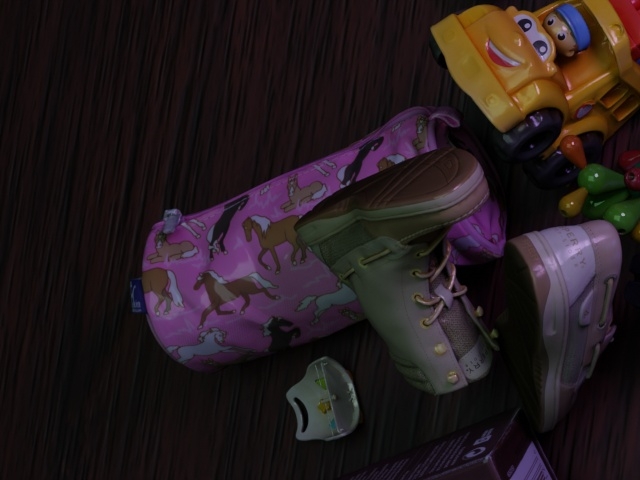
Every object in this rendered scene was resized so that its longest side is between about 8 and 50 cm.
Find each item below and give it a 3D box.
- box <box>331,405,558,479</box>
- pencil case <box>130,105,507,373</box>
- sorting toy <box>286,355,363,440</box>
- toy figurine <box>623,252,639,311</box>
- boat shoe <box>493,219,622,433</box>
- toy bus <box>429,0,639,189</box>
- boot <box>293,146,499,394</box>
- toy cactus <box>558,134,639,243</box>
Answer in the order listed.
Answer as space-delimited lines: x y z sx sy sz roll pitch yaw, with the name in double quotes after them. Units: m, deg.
0.055 0.322 1.745 0.381 0.143 0.191 -24 96 23 "box"
0.000 0.000 1.843 0.386 0.167 0.160 -22 47 25 "pencil case"
-0.002 0.169 1.888 0.075 0.045 0.083 -24 72 33 "sorting toy"
0.396 0.060 1.621 0.213 0.148 0.209 -42 59 21 "toy figurine"
0.220 0.079 1.657 0.098 0.302 0.109 -20 59 -8 "boat shoe"
0.234 -0.170 1.703 0.211 0.220 0.149 -35 66 15 "toy bus"
0.102 0.033 1.636 0.203 0.095 0.262 57 149 -9 "boot"
0.310 -0.071 1.646 0.180 0.219 0.112 -22 91 26 "toy cactus"
